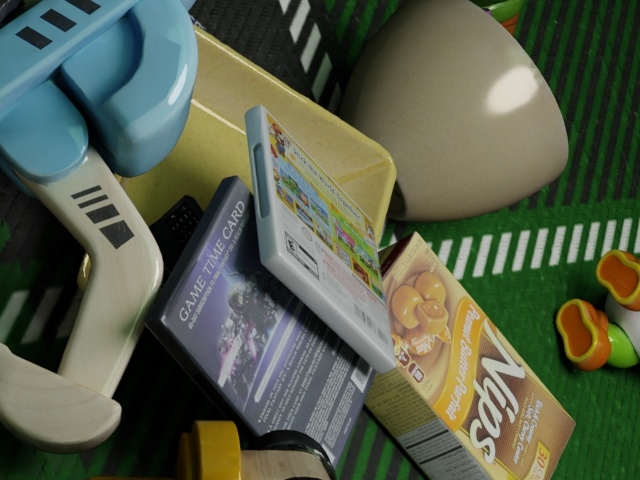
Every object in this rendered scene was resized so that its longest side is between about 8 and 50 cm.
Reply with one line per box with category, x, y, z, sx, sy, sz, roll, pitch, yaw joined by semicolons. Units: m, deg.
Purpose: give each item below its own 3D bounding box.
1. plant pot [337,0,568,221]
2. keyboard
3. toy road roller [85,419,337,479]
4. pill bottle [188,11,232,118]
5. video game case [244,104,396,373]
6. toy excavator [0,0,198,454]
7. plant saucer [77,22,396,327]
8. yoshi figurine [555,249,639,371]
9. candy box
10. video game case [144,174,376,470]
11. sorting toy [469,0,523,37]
plant pot;0.128;-0.131;2.016;0.191;0.284;0.284;-37;96;-18
keyboard;-0.102;0.051;1.699;0.192;0.038;0.100;55;52;-13
toy road roller;-0.102;0.323;1.504;0.241;0.202;0.329;3;100;-8
pill bottle;-0.160;-0.203;1.867;0.169;0.094;0.094;44;43;-18
video game case;0.000;0.000;1.709;0.227;0.026;0.206;44;27;-42
toy excavator;-0.223;-0.086;1.578;0.433;0.222;0.445;-39;83;-15
plant saucer;-0.096;-0.017;1.798;0.333;0.081;0.332;31;61;-30
yoshi figurine;0.497;0.162;2.251;0.362;0.204;0.203;26;67;-36
candy box;0.149;0.167;1.961;0.316;0.087;0.183;49;42;-11
video game case;-0.048;0.100;1.635;0.274;0.026;0.196;52;44;-29
sorting toy;0.216;-0.260;2.221;0.365;0.127;0.126;-58;138;-71
